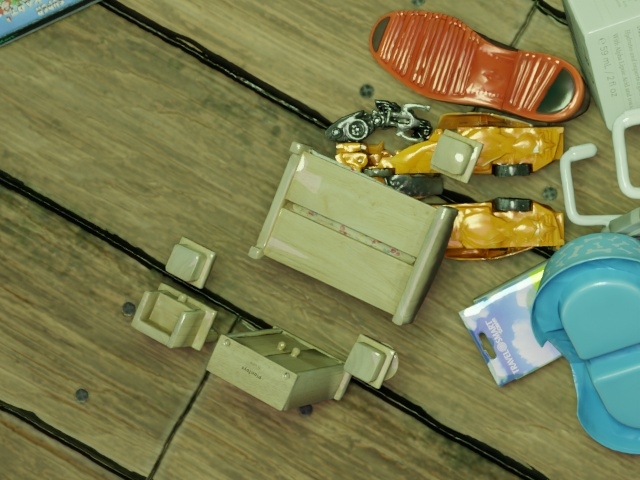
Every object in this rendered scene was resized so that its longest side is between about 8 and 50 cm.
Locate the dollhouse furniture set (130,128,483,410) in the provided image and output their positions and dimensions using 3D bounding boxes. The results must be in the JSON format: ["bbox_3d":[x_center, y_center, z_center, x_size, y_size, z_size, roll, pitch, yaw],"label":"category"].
[{"bbox_3d":[0.000,0.000,1.745,0.303,0.174,0.355,26,98,20],"label":"dollhouse furniture set"}]

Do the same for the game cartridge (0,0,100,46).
[{"bbox_3d":[-0.389,-0.355,1.819,0.355,0.068,0.230,-24,89,7],"label":"game cartridge"}]

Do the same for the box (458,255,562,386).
[{"bbox_3d":[0.266,0.086,1.803,0.178,0.042,0.109,-29,92,8],"label":"box"}]

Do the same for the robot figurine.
[{"bbox_3d":[0.137,-0.060,1.781,0.291,0.085,0.211,0,95,5],"label":"robot figurine"}]

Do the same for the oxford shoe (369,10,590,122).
[{"bbox_3d":[0.183,-0.193,1.765,0.271,0.098,0.096,25,95,22],"label":"oxford shoe"}]

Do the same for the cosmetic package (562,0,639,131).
[{"bbox_3d":[0.373,-0.245,1.681,0.184,0.151,0.151,-19,134,8],"label":"cosmetic package"}]

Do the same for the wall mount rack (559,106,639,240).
[{"bbox_3d":[0.435,-0.083,1.644,0.304,0.350,0.130,-4,83,-7],"label":"wall mount rack"}]

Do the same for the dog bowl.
[{"bbox_3d":[0.346,0.113,1.725,0.166,0.074,0.297,-20,122,19],"label":"dog bowl"}]
